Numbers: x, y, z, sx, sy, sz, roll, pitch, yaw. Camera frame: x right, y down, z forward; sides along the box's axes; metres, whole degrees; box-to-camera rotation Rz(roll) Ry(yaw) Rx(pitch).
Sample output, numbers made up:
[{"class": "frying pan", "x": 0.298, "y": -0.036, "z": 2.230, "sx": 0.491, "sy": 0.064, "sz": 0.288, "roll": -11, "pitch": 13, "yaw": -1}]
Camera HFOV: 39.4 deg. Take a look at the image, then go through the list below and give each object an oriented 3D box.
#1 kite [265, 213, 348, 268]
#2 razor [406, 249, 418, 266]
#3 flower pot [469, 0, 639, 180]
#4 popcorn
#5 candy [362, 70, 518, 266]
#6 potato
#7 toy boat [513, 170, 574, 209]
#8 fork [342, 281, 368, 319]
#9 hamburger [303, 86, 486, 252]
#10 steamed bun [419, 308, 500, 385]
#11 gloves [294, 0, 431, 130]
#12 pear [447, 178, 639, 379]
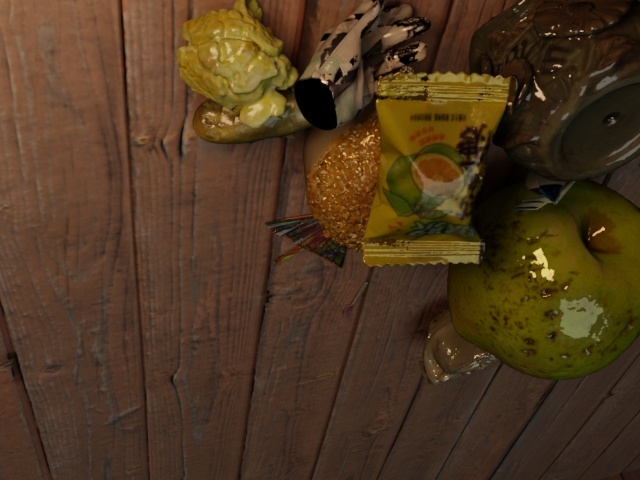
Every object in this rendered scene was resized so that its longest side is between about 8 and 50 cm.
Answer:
[{"class": "kite", "x": 0.000, "y": 0.000, "z": 1.572, "sx": 0.183, "sy": 0.014, "sz": 0.241, "roll": -31, "pitch": 146, "yaw": 16}, {"class": "razor", "x": 0.130, "y": 0.005, "z": 1.635, "sx": 0.084, "sy": 0.035, "sz": 0.211, "roll": -26, "pitch": 152, "yaw": 19}, {"class": "flower pot", "x": 0.353, "y": -0.234, "z": 1.256, "sx": 0.302, "sy": 0.213, "sz": 0.301, "roll": -15, "pitch": 145, "yaw": -10}, {"class": "popcorn", "x": -0.110, "y": -0.220, "z": 1.105, "sx": 0.142, "sy": 0.162, "sz": 0.136, "roll": 4, "pitch": -166, "yaw": 28}, {"class": "candy", "x": 0.153, "y": -0.088, "z": 1.192, "sx": 0.187, "sy": 0.081, "sz": 0.297, "roll": 0, "pitch": 123, "yaw": -7}, {"class": "potato", "x": -0.081, "y": -0.173, "z": 1.211, "sx": 0.188, "sy": 0.105, "sz": 0.085, "roll": -13, "pitch": 102, "yaw": -5}, {"class": "toy boat", "x": 0.399, "y": -0.115, "z": 1.412, "sx": 0.291, "sy": 0.221, "sz": 0.067, "roll": -46, "pitch": 122, "yaw": -36}, {"class": "fork", "x": 0.069, "y": 0.119, "z": 1.777, "sx": 0.016, "sy": 0.012, "sz": 0.115, "roll": -3, "pitch": 137, "yaw": -31}, {"class": "hamburger", "x": 0.112, "y": -0.100, "z": 1.342, "sx": 0.276, "sy": 0.179, "sz": 0.294, "roll": -30, "pitch": 145, "yaw": 14}, {"class": "steamed bun", "x": 0.300, "y": 0.211, "z": 1.914, "sx": 0.211, "sy": 0.144, "sz": 0.218, "roll": -28, "pitch": 176, "yaw": 28}, {"class": "gloves", "x": 0.053, "y": -0.240, "z": 1.158, "sx": 0.111, "sy": 0.212, "sz": 0.127, "roll": -15, "pitch": 120, "yaw": 47}, {"class": "pear", "x": 0.407, "y": 0.074, "z": 1.596, "sx": 0.391, "sy": 0.391, "sz": 0.391, "roll": -14, "pitch": 145, "yaw": -10}]
